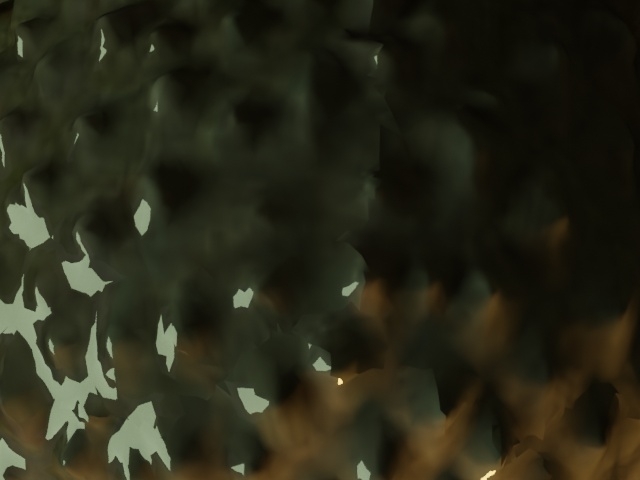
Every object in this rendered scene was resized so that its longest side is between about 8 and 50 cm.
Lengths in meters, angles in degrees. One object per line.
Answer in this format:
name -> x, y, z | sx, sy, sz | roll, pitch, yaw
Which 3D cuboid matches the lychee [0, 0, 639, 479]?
lychee -> 0.000, 0.000, 0.556 | 0.380, 0.380, 0.433 | 164, 112, -74
